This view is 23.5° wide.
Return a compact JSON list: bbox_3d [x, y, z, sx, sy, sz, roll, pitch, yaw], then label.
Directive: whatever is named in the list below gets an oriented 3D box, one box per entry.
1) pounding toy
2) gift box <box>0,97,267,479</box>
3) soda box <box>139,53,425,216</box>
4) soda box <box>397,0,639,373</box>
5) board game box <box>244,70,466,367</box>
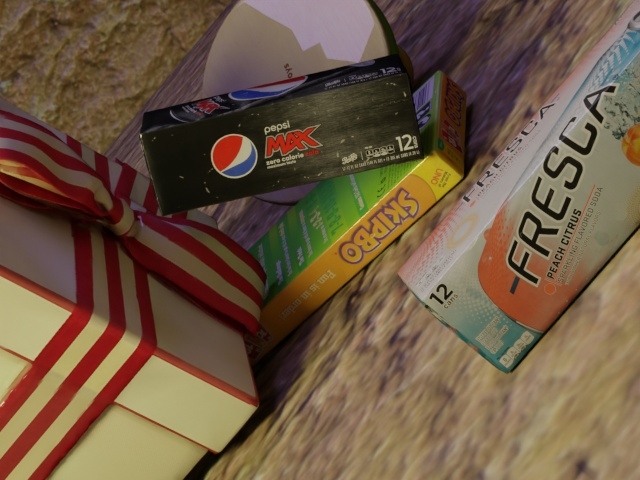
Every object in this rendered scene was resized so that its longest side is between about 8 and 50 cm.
[{"bbox_3d":[0.010,-0.141,1.222,0.183,0.110,0.236,2,87,36],"label":"pounding toy"},{"bbox_3d":[-0.207,0.045,1.021,0.258,0.255,0.276,-49,33,20],"label":"gift box"},{"bbox_3d":[-0.024,-0.066,0.959,0.169,0.060,0.053,-13,20,0],"label":"soda box"},{"bbox_3d":[0.119,-0.028,0.724,0.183,0.058,0.063,-50,14,3],"label":"soda box"},{"bbox_3d":[0.000,0.000,1.062,0.259,0.039,0.124,-40,19,25],"label":"board game box"}]
